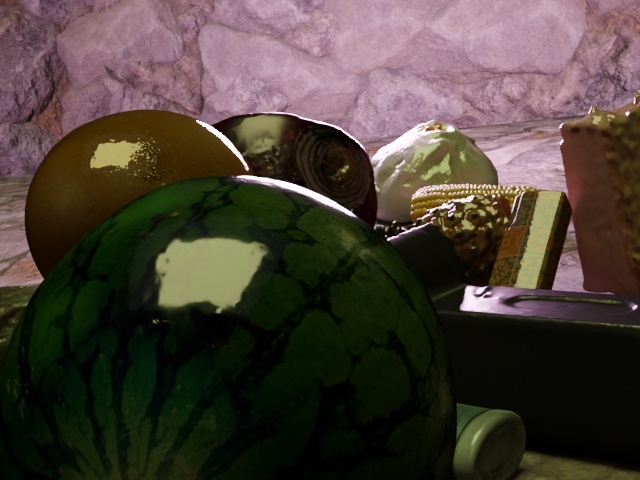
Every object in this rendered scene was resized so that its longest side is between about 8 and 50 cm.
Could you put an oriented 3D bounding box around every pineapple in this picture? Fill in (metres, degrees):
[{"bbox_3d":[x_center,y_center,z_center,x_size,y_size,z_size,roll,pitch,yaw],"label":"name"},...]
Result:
[{"bbox_3d":[0.152,0.019,1.506,0.279,0.157,0.158,-9,12,13],"label":"pineapple"}]

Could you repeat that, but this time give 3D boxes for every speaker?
[{"bbox_3d":[0.240,0.094,1.029,0.388,0.184,0.180,4,17,38],"label":"speaker"}]

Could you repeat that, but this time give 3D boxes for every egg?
[{"bbox_3d":[-0.215,-0.025,1.290,0.283,0.282,0.351,-4,-8,18],"label":"egg"}]

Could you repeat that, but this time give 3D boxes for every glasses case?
[{"bbox_3d":[0.269,0.030,1.343,0.075,0.049,0.218,1,50,30],"label":"glasses case"}]

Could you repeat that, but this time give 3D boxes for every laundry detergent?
[{"bbox_3d":[0.077,0.184,0.985,0.226,0.070,0.099,4,24,40],"label":"laundry detergent"}]

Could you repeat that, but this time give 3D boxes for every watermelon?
[{"bbox_3d":[-0.065,0.121,0.749,0.363,0.363,0.363,-7,13,2],"label":"watermelon"}]

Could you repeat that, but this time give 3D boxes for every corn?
[{"bbox_3d":[0.284,-0.059,1.885,0.244,0.093,0.093,-1,14,28],"label":"corn"}]

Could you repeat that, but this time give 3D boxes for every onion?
[{"bbox_3d":[-0.055,-0.038,1.627,0.282,0.260,0.337,-21,-32,37],"label":"onion"}]

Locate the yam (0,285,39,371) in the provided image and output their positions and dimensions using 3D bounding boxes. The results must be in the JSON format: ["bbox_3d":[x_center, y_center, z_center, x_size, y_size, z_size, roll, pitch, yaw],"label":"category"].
[{"bbox_3d":[-0.410,0.131,1.361,0.255,0.153,0.154,-6,13,16],"label":"yam"}]

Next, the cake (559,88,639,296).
[{"bbox_3d":[0.520,-0.066,1.349,0.314,0.293,0.307,-11,7,-31],"label":"cake"}]

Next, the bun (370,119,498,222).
[{"bbox_3d":[0.224,-0.151,2.122,0.293,0.187,0.293,-10,14,2],"label":"bun"}]

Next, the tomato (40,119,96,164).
[{"bbox_3d":[-0.334,-0.053,1.742,0.317,0.316,0.282,-23,-17,-50],"label":"tomato"}]
